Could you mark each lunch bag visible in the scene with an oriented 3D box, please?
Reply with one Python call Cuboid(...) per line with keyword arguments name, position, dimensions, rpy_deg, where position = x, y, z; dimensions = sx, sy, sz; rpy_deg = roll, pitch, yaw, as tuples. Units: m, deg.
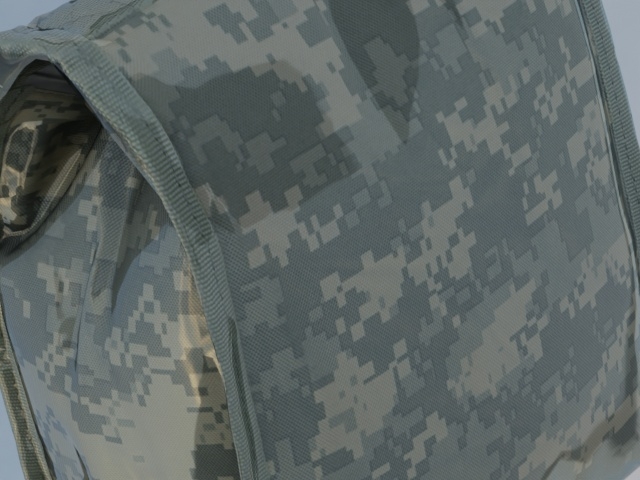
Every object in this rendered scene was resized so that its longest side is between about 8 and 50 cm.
Cuboid(name="lunch bag", position=(0.000, 0.000, 0.622), dimensions=(0.235, 0.169, 0.287), rpy_deg=(-34, -53, -36))
